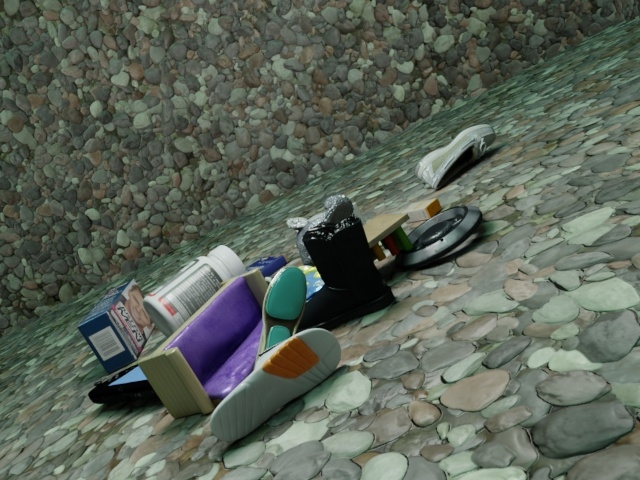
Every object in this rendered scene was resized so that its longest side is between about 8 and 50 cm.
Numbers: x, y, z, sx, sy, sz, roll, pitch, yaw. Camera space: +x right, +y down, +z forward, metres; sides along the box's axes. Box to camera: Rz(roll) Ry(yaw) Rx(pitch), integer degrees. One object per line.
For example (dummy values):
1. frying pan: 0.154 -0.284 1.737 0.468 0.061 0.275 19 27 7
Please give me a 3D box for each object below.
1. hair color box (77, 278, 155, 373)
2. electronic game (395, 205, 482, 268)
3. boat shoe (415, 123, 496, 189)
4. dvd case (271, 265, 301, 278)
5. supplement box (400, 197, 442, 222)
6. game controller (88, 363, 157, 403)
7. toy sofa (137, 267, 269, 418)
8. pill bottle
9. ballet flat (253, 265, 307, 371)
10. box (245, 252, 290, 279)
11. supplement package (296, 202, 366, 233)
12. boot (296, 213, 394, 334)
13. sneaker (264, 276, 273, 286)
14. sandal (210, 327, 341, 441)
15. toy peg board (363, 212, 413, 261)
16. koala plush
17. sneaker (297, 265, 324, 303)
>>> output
1. hair color box: -0.627 0.258 1.875 0.105 0.174 0.347 -27 14 1
2. electronic game: 0.273 -0.008 1.386 0.229 0.048 0.229 -34 13 9
3. boat shoe: 0.453 -0.269 1.925 0.320 0.103 0.118 -30 -32 -21
4. dvd case: -0.169 0.143 1.698 0.221 0.018 0.164 -34 6 -26
5. supplement box: 0.283 -0.083 1.672 0.062 0.036 0.098 -37 17 -35
6. game controller: -0.422 0.331 1.438 0.319 0.067 0.166 -17 17 37
7. toy sofa: -0.202 0.206 1.294 0.177 0.150 0.362 -21 15 31
8. pill bottle: -0.360 0.150 1.746 0.283 0.161 0.161 -40 18 -29
9. ballet flat: -0.084 0.170 1.180 0.086 0.086 0.249 -16 49 39
10. box: -0.219 0.115 1.920 0.225 0.037 0.136 -38 17 -33
11. supplement package: 0.037 -0.029 1.803 0.179 0.105 0.105 -15 19 41
12. boot: 0.010 0.073 1.253 0.246 0.207 0.094 -23 12 19
13. sneaker: -0.202 0.180 1.535 0.237 0.086 0.085 -36 17 -26
14. sandal: -0.087 0.240 1.047 0.265 0.102 0.076 -34 17 -17
15. toy peg board: 0.125 0.015 1.380 0.160 0.079 0.161 -36 11 -16
16. koala plush: 0.000 0.000 1.608 0.203 0.196 0.221 -42 21 -17
17. sneaker: -0.025 0.118 1.406 0.240 0.091 0.126 -16 18 37
